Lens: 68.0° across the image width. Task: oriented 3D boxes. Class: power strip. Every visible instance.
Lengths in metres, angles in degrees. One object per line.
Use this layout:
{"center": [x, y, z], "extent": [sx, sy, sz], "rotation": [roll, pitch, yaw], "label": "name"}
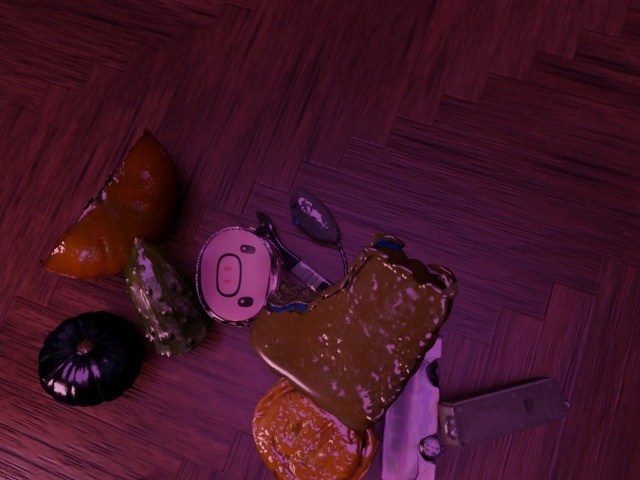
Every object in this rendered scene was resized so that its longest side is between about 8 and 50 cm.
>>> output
{"center": [0.327, 0.306, 0.853], "extent": [0.272, 0.052, 0.078], "rotation": [-6, 78, -21], "label": "power strip"}

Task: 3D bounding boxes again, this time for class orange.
{"center": [-0.424, -0.062, 0.951], "extent": [0.310, 0.274, 0.274], "rotation": [-28, 75, -29], "label": "orange"}

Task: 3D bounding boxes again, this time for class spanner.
{"center": [-0.045, 0.051, 0.988], "extent": [0.316, 0.024, 0.087], "rotation": [37, 101, 14], "label": "spanner"}

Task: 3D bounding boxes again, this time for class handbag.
{"center": [-0.157, 0.075, 0.948], "extent": [0.179, 0.116, 0.205], "rotation": [3, 89, 12], "label": "handbag"}

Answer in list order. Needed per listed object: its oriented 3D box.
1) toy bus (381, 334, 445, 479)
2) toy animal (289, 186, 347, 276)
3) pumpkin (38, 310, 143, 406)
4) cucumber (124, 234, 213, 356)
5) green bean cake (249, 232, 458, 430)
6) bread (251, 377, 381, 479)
{"center": [0.178, 0.314, 0.895], "extent": [0.112, 0.090, 0.274], "rotation": [3, 76, 13], "label": "toy bus"}
{"center": [0.010, -0.001, 1.000], "extent": [0.079, 0.070, 0.253], "rotation": [-28, 88, 34], "label": "toy animal"}
{"center": [-0.450, 0.230, 0.937], "extent": [0.194, 0.150, 0.194], "rotation": [1, 78, -6], "label": "pumpkin"}
{"center": [-0.304, 0.096, 0.908], "extent": [0.134, 0.134, 0.244], "rotation": [-13, 117, 2], "label": "cucumber"}
{"center": [0.062, 0.122, 0.826], "extent": [0.285, 0.202, 0.310], "rotation": [36, 102, 19], "label": "green bean cake"}
{"center": [-0.017, 0.363, 0.882], "extent": [0.236, 0.120, 0.198], "rotation": [43, 94, 16], "label": "bread"}
